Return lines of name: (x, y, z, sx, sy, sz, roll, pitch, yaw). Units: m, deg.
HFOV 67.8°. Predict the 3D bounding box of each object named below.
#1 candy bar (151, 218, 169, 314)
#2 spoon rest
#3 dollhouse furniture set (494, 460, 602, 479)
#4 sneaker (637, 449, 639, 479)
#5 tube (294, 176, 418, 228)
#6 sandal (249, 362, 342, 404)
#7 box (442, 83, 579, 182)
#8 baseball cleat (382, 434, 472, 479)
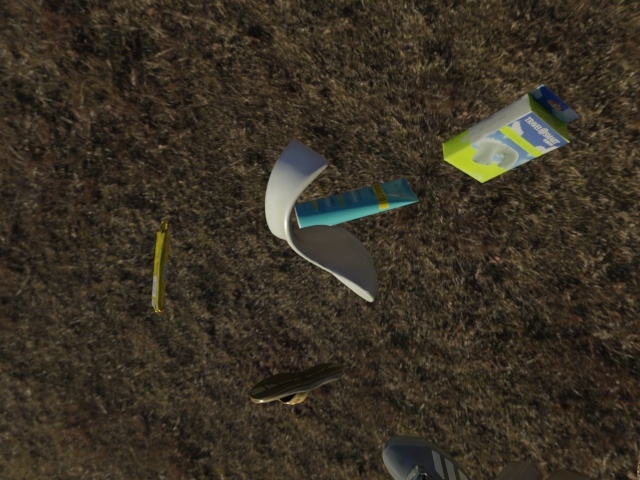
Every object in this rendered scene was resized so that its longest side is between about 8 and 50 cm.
candy bar: (-0.269, 0.043, 0.803, 0.018, 0.040, 0.161, 3, 94, -33)
spoon rest: (0.000, 0.000, 0.592, 0.084, 0.276, 0.137, -44, 55, -11)
dollhouse furniture set: (0.198, 0.329, 0.190, 0.362, 0.394, 0.256, 40, 78, 21)
sneaker: (0.481, 0.178, 0.553, 0.121, 0.108, 0.301, 26, 96, 33)
tube: (0.060, -0.063, 0.836, 0.207, 0.080, 0.052, -15, 134, 0)
sandal: (-0.042, 0.277, 0.892, 0.180, 0.072, 0.048, -13, 102, -9)
box: (0.300, -0.161, 0.756, 0.178, 0.109, 0.042, -28, 50, 46)
baseball cleat: (0.148, 0.304, 0.549, 0.206, 0.109, 0.072, 27, 97, 31)
